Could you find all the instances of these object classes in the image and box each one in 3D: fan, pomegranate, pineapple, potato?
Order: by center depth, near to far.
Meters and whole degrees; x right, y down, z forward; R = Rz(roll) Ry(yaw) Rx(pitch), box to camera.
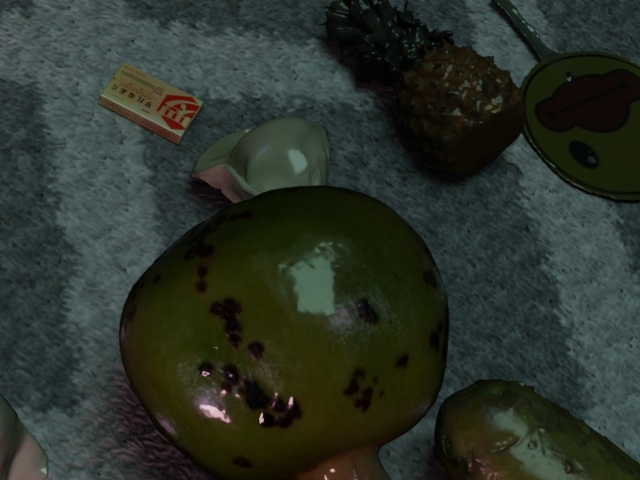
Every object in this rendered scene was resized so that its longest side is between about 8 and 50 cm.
[{"bbox_3d":[-0.023,0.113,1.603,0.291,0.291,0.323,1,60,-21],"label":"pomegranate"},{"bbox_3d":[0.211,0.217,1.704,0.251,0.113,0.149,35,17,-5],"label":"potato"},{"bbox_3d":[0.104,-0.185,2.001,0.128,0.128,0.248,-23,59,-35],"label":"pineapple"},{"bbox_3d":[0.299,-0.160,2.128,0.229,0.011,0.335,-22,64,-34],"label":"fan"}]

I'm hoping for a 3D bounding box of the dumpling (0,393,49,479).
[{"bbox_3d":[-0.316,0.164,1.558,0.188,0.108,0.127,37,70,-12],"label":"dumpling"}]

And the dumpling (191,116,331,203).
[{"bbox_3d":[-0.059,-0.072,1.856,0.134,0.100,0.169,7,45,5],"label":"dumpling"}]

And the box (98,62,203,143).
[{"bbox_3d":[-0.171,-0.140,1.920,0.093,0.015,0.058,26,49,1],"label":"box"}]
